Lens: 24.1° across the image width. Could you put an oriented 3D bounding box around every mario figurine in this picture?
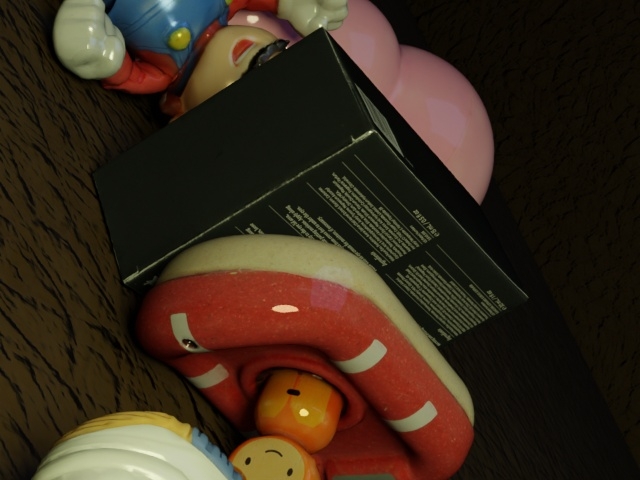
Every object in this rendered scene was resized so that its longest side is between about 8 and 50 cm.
[{"bbox_3d":[-0.083,-0.167,1.086,0.320,0.198,0.170,50,3,-20],"label":"mario figurine"}]

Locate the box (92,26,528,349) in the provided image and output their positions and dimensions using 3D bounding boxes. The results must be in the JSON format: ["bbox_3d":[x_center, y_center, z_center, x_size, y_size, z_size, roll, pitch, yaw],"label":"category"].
[{"bbox_3d":[0.000,0.000,1.015,0.261,0.184,0.103,43,18,-52],"label":"box"}]

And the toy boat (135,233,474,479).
[{"bbox_3d":[-0.017,0.105,0.883,0.231,0.151,0.151,50,45,-35],"label":"toy boat"}]

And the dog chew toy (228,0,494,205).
[{"bbox_3d":[-0.001,-0.124,1.293,0.332,0.207,0.206,43,19,-28],"label":"dog chew toy"}]

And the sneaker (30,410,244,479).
[{"bbox_3d":[-0.032,0.216,0.633,0.296,0.112,0.131,49,28,-17],"label":"sneaker"}]
